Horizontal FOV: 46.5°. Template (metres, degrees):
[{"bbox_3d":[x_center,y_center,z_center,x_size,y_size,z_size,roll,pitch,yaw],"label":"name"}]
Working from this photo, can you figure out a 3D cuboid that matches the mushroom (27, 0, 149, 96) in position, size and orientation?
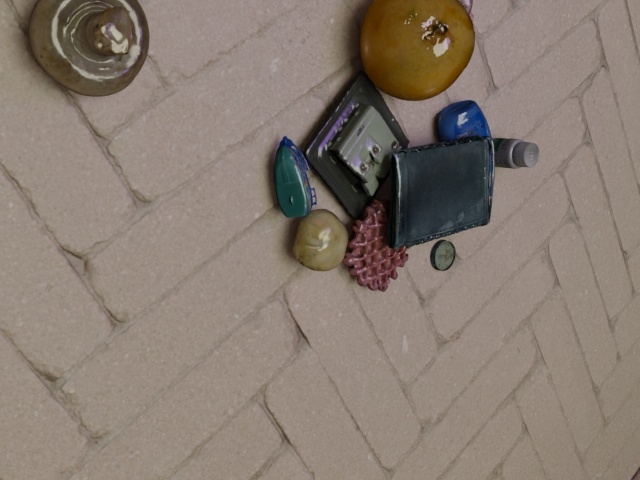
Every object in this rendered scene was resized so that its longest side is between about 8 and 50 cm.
[{"bbox_3d":[-0.375,-0.343,1.246,0.204,0.204,0.204,-8,104,-36],"label":"mushroom"}]

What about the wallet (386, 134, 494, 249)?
[{"bbox_3d":[0.288,-0.124,1.803,0.342,0.075,0.237,-15,113,-36],"label":"wallet"}]

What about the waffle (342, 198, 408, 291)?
[{"bbox_3d":[0.144,0.010,1.792,0.234,0.055,0.221,38,79,-46],"label":"waffle"}]

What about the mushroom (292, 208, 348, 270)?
[{"bbox_3d":[0.000,0.000,1.659,0.148,0.112,0.148,-11,108,-37],"label":"mushroom"}]

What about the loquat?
[{"bbox_3d":[0.209,-0.443,1.663,0.263,0.263,0.263,-8,104,-36],"label":"loquat"}]

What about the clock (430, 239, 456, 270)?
[{"bbox_3d":[0.327,0.040,1.981,0.085,0.017,0.085,-8,104,-36],"label":"clock"}]

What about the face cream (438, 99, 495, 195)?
[{"bbox_3d":[0.389,-0.226,1.934,0.149,0.083,0.264,-30,116,-21],"label":"face cream"}]

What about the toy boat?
[{"bbox_3d":[-0.056,-0.144,1.621,0.110,0.091,0.175,-46,127,-63],"label":"toy boat"}]

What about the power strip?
[{"bbox_3d":[0.103,-0.212,1.711,0.251,0.092,0.257,46,70,-33],"label":"power strip"}]

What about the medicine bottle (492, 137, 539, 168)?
[{"bbox_3d":[0.515,-0.234,2.001,0.080,0.130,0.080,-8,103,-36],"label":"medicine bottle"}]

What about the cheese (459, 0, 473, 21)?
[{"bbox_3d":[0.280,-0.609,1.783,0.286,0.074,0.189,40,73,-32],"label":"cheese"}]
